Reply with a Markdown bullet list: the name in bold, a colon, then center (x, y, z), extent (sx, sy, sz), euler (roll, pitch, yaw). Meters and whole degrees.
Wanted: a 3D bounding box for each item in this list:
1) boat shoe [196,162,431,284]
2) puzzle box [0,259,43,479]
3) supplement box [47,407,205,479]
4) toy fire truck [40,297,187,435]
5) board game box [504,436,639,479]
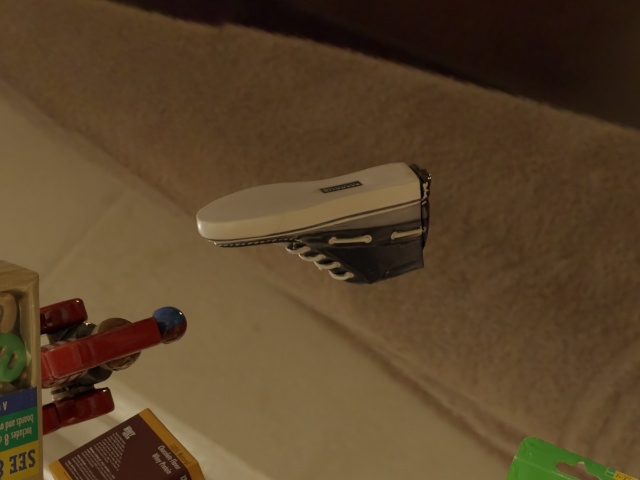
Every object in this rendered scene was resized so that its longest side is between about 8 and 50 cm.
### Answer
- **boat shoe**: center (0.000, 0.000, 1.799), extent (0.341, 0.127, 0.158), euler (-10, -65, -9)
- **puzzle box**: center (-0.359, 0.178, 0.802), extent (0.409, 0.052, 0.272), euler (-13, -70, -46)
- **supplement box**: center (-0.306, 0.411, 2.066), extent (0.194, 0.191, 0.129), euler (-30, -54, -20)
- **toy fire truck**: center (-0.313, 0.154, 1.666), extent (0.302, 0.254, 0.169), euler (-11, -96, -64)
- **board game box**: center (0.196, 0.320, 1.155), extent (0.259, 0.124, 0.039), euler (-67, -27, -6)
